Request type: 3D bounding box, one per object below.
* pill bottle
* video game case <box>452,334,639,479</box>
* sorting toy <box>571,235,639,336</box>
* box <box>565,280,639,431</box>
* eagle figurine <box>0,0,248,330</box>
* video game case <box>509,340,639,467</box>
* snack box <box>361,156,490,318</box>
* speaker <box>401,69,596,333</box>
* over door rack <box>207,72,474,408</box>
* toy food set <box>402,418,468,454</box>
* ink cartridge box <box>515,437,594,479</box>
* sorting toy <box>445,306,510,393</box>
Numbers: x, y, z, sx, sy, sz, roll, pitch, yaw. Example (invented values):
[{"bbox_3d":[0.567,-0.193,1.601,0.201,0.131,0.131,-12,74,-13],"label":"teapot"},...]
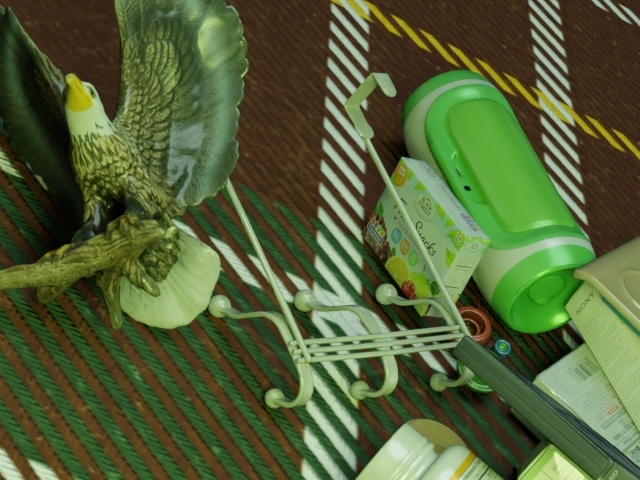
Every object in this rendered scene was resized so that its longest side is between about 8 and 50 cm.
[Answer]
[{"bbox_3d":[0.127,0.254,1.572,0.215,0.117,0.117,40,33,7],"label":"pill bottle"},{"bbox_3d":[0.245,0.189,1.615,0.274,0.026,0.196,38,3,-46],"label":"video game case"},{"bbox_3d":[0.370,0.078,1.883,0.208,0.038,0.193,41,33,19],"label":"sorting toy"},{"bbox_3d":[0.410,0.173,1.877,0.232,0.058,0.322,6,44,-37],"label":"box"},{"bbox_3d":[-0.184,-0.088,1.620,0.226,0.225,0.298,11,46,-16],"label":"eagle figurine"},{"bbox_3d":[0.350,0.199,1.896,0.244,0.061,0.269,44,34,15],"label":"video game case"},{"bbox_3d":[0.104,-0.003,1.869,0.037,0.100,0.141,9,30,-36],"label":"snack box"},{"bbox_3d":[0.189,-0.045,1.999,0.131,0.131,0.297,8,42,-36],"label":"speaker"},{"bbox_3d":[0.000,0.000,1.760,0.239,0.108,0.324,-2,69,-44],"label":"over door rack"},{"bbox_3d":[0.107,0.199,1.713,0.082,0.020,0.083,6,43,-38],"label":"toy food set"},{"bbox_3d":[0.252,0.245,1.657,0.171,0.056,0.235,40,4,6],"label":"ink cartridge box"},{"bbox_3d":[0.154,0.116,1.851,0.061,0.042,0.102,4,55,-18],"label":"sorting toy"}]
